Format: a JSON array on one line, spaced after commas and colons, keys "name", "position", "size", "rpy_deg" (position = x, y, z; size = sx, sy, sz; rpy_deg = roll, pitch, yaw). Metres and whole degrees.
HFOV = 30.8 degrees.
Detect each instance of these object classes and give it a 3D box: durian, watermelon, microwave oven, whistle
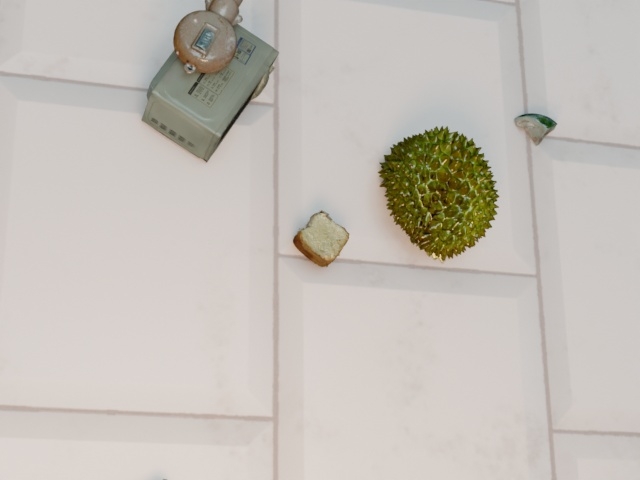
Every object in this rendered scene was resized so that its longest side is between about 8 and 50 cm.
[{"name": "durian", "position": [0.213, -0.084, 2.053], "size": [0.200, 0.176, 0.237], "rpy_deg": [-25, 91, -3]}, {"name": "watermelon", "position": [0.411, -0.213, 2.231], "size": [0.085, 0.085, 0.061], "rpy_deg": [4, 100, -16]}, {"name": "microwave oven", "position": [-0.193, -0.268, 2.013], "size": [0.162, 0.122, 0.208], "rpy_deg": [33, 65, -3]}, {"name": "whistle", "position": [-0.174, -0.366, 1.956], "size": [0.107, 0.057, 0.220], "rpy_deg": [29, 63, -5]}]

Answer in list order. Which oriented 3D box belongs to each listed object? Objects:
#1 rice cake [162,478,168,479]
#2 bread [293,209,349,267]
[{"name": "rice cake", "position": [-0.356, 0.473, 1.735], "size": [0.336, 0.063, 0.066], "rpy_deg": [-32, 75, -23]}, {"name": "bread", "position": [-0.002, 0.002, 2.005], "size": [0.083, 0.070, 0.077], "rpy_deg": [38, 64, 0]}]
